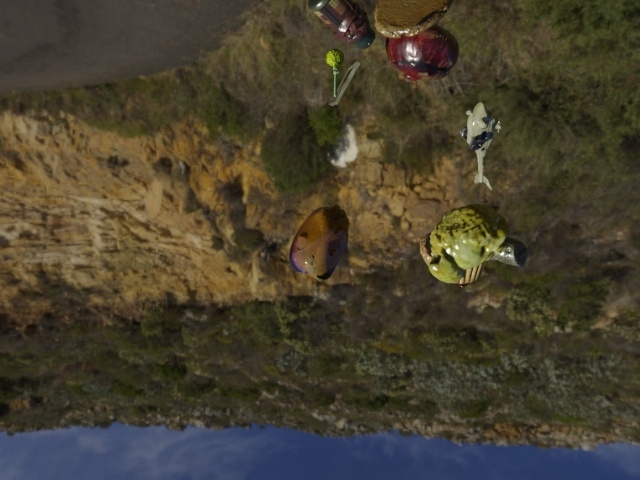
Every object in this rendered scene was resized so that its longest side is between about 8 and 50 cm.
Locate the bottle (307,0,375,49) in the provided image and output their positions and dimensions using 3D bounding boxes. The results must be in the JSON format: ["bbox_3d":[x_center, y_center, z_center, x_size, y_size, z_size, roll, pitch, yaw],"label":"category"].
[{"bbox_3d":[0.084,-0.792,1.820,0.271,0.143,0.156,32,-177,-36],"label":"bottle"}]

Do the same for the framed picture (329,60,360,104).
[{"bbox_3d":[0.080,-0.528,1.723,0.015,0.150,0.203,28,-172,-10],"label":"framed picture"}]

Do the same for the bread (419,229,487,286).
[{"bbox_3d":[0.529,0.056,2.015,0.274,0.149,0.274,-1,-150,0],"label":"bread"}]

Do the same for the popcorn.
[{"bbox_3d":[0.474,-0.007,1.688,0.174,0.286,0.225,39,-159,-26],"label":"popcorn"}]

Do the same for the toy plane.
[{"bbox_3d":[0.483,-0.281,1.518,0.108,0.286,0.092,-12,-143,-2],"label":"toy plane"}]

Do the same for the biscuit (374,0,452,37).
[{"bbox_3d":[0.244,-0.619,1.334,0.226,0.226,0.042,8,159,33],"label":"biscuit"}]

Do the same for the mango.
[{"bbox_3d":[0.000,0.000,1.873,0.152,0.287,0.201,22,168,40],"label":"mango"}]

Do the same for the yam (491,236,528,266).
[{"bbox_3d":[0.637,0.028,1.808,0.183,0.107,0.107,18,-159,39],"label":"yam"}]

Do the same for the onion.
[{"bbox_3d":[0.336,-0.628,1.693,0.246,0.190,0.246,20,-165,-6],"label":"onion"}]

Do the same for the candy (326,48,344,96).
[{"bbox_3d":[0.050,-0.555,1.683,0.062,0.194,0.058,-3,156,6],"label":"candy"}]
